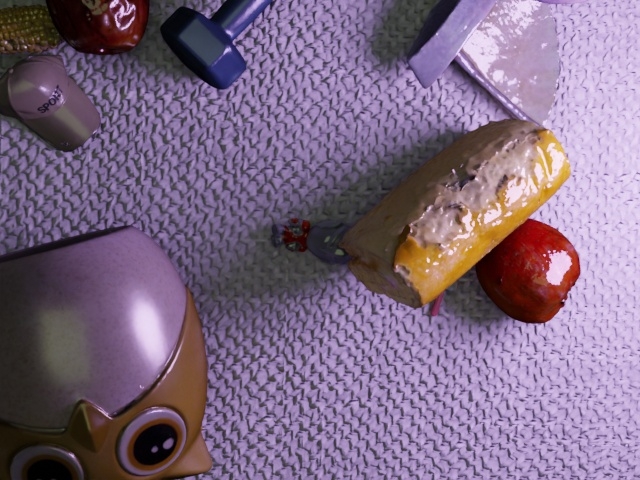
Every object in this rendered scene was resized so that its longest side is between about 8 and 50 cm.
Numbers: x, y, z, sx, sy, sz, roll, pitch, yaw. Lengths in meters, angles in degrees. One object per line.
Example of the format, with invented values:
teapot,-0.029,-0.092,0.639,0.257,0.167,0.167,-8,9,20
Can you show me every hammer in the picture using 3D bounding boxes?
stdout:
hammer,0.221,0.101,1.896,0.053,0.031,0.083,17,95,-3

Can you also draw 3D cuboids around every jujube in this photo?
jujube,-0.380,-0.438,1.744,0.183,0.183,0.243,-7,91,-6

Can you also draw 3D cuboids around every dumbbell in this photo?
dumbbell,-0.122,-0.419,1.789,0.160,0.144,0.325,43,86,-4

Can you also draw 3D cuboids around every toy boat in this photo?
toy boat,0.316,-0.366,1.870,0.293,0.111,0.276,21,87,-19

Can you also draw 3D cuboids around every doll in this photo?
doll,0.000,0.000,1.848,0.180,0.079,0.094,10,121,2

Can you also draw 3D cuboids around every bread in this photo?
bread,0.227,-0.051,1.756,0.375,0.236,0.165,-38,107,-14

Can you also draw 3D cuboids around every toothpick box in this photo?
toothpick box,-0.379,0.213,1.639,0.409,0.409,0.425,-15,97,-6

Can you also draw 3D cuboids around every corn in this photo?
corn,-0.578,-0.352,1.768,0.288,0.086,0.086,-9,92,-5

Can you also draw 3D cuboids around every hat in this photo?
hat,-0.464,-0.238,1.782,0.175,0.085,0.147,41,86,-5

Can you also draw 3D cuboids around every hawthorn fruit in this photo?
hawthorn fruit,0.358,0.048,1.839,0.202,0.185,0.185,28,88,5

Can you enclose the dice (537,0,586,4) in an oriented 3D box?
dice,0.408,-0.586,1.748,0.270,0.270,0.271,17,67,-15
